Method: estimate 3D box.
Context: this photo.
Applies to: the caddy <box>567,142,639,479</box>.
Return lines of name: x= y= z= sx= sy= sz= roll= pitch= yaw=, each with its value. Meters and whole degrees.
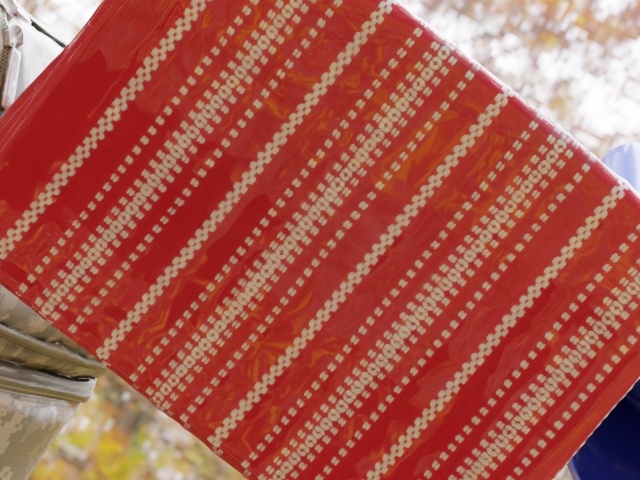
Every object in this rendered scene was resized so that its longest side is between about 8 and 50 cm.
caddy: x=0.292 y=0.085 z=1.424 sx=0.241 sy=0.179 sz=0.341 roll=-4 pitch=-53 yaw=14

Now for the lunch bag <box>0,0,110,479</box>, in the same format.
lunch bag: x=-0.211 y=-0.011 z=1.049 sx=0.212 sy=0.256 sz=0.305 roll=38 pitch=1 yaw=21

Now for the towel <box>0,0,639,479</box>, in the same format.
towel: x=0.000 y=0.000 z=0.810 sx=0.275 sy=0.031 sz=0.199 roll=39 pitch=-79 yaw=-2
